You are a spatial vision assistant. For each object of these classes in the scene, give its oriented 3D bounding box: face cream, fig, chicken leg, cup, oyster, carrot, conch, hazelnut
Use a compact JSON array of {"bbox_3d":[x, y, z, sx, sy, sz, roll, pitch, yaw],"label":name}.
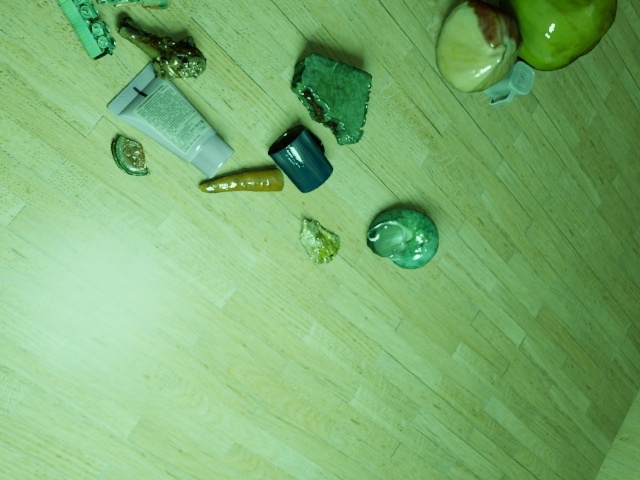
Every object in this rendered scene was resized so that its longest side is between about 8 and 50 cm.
[{"bbox_3d":[-0.329,-0.263,1.297,0.274,0.096,0.154,42,77,-13],"label":"face cream"},{"bbox_3d":[0.697,-0.692,1.712,0.343,0.343,0.343,-3,96,-30],"label":"fig"},{"bbox_3d":[-0.351,-0.418,1.259,0.196,0.080,0.125,8,60,-24],"label":"chicken leg"},{"bbox_3d":[-0.036,-0.216,1.446,0.150,0.113,0.138,-47,117,-16],"label":"cup"},{"bbox_3d":[0.000,0.000,1.536,0.122,0.045,0.146,-21,106,-41],"label":"oyster"},{"bbox_3d":[-0.197,-0.141,1.397,0.210,0.061,0.061,-8,99,-25],"label":"carrot"},{"bbox_3d":[0.239,0.000,1.618,0.196,0.134,0.202,-16,114,14],"label":"conch"},{"bbox_3d":[0.457,-0.549,1.625,0.261,0.241,0.261,-15,128,-20],"label":"hazelnut"},{"bbox_3d":[0.579,-0.482,1.765,0.095,0.129,0.128,23,87,-23],"label":"cup"}]

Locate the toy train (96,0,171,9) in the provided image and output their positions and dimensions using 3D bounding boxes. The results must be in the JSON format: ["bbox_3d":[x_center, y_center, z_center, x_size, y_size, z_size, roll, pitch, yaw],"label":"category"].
[{"bbox_3d":[-0.400,-0.532,1.209,0.176,0.118,0.074,-18,98,-23],"label":"toy train"}]

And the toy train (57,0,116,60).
[{"bbox_3d":[-0.487,-0.454,1.192,0.148,0.071,0.038,63,28,-19],"label":"toy train"}]

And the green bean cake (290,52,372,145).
[{"bbox_3d":[0.017,-0.361,1.466,0.208,0.107,0.193,12,92,-29],"label":"green bean cake"}]

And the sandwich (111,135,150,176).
[{"bbox_3d":[-0.427,-0.188,1.274,0.069,0.026,0.101,-21,104,-25],"label":"sandwich"}]
